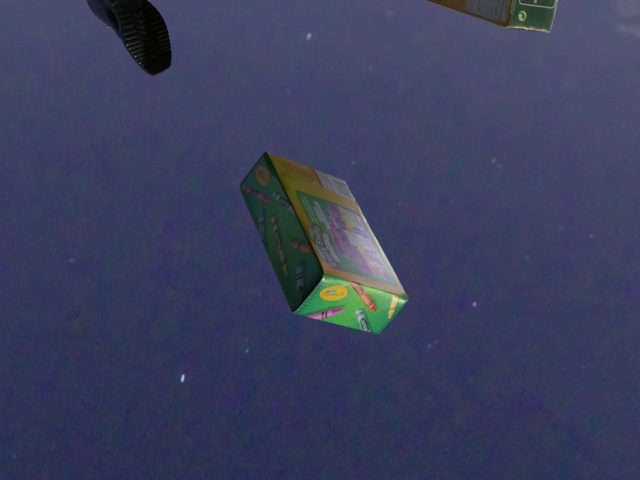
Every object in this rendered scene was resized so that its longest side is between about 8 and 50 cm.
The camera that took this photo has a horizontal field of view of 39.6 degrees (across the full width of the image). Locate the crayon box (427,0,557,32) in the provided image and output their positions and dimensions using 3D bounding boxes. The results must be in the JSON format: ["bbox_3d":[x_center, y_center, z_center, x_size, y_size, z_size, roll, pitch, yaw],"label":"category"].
[{"bbox_3d":[0.258,-0.454,1.374,0.083,0.203,0.323,0,-157,-24],"label":"crayon box"}]

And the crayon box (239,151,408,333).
[{"bbox_3d":[0.000,0.000,1.323,0.165,0.081,0.278,18,-147,-37],"label":"crayon box"}]

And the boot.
[{"bbox_3d":[-0.317,-0.353,1.461,0.077,0.137,0.198,-27,-85,-23],"label":"boot"}]
